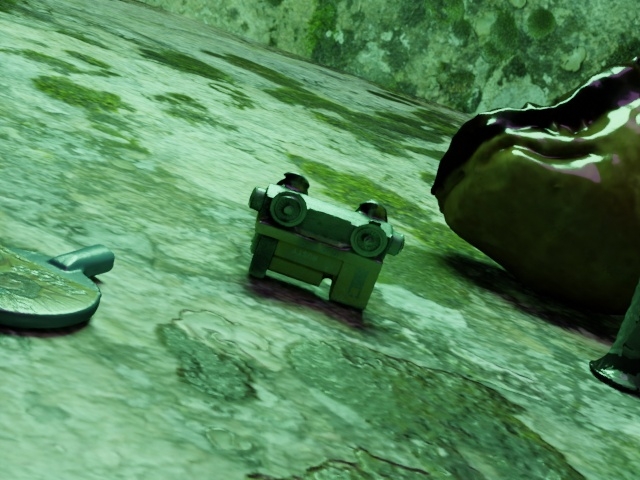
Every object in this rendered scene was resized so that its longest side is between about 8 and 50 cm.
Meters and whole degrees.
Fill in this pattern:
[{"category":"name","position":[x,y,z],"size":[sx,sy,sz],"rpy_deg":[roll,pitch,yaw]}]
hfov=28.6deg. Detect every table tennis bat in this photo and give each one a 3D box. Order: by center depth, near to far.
[{"category":"table tennis bat","position":[-0.172,0.022,0.751],"size":[0.100,0.019,0.155],"rpy_deg":[23,16,19]}]

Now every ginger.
[{"category":"ginger","position":[0.268,-0.028,1.209],"size":[0.223,0.269,0.200],"rpy_deg":[61,-8,25]}]

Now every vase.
[{"category":"vase","position":[0.270,0.039,0.995],"size":[0.059,0.167,0.059],"rpy_deg":[18,16,-5]}]

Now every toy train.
[{"category":"toy train","position":[0.000,0.000,0.949],"size":[0.122,0.081,0.050],"rpy_deg":[18,22,-5]}]
